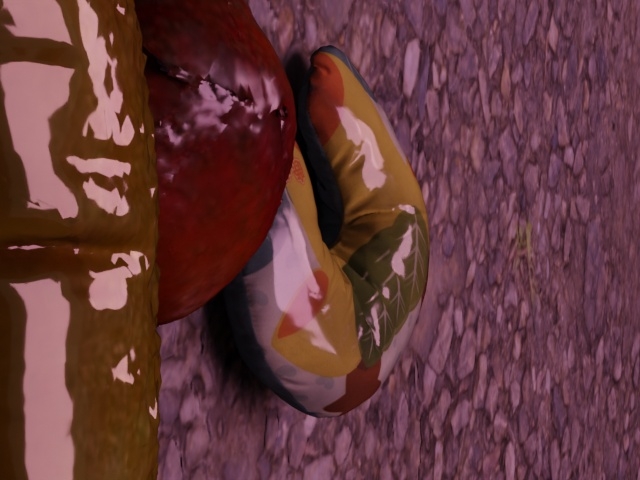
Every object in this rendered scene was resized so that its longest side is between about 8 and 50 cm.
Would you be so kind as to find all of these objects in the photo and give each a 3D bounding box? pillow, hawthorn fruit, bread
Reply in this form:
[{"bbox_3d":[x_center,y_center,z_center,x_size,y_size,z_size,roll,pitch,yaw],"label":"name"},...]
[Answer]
[{"bbox_3d":[0.000,0.000,1.273,0.233,0.086,0.214,-46,124,-54],"label":"pillow"},{"bbox_3d":[-0.104,-0.032,0.921,0.181,0.181,0.235,-61,159,-46],"label":"hawthorn fruit"},{"bbox_3d":[-0.159,0.031,0.673,0.251,0.208,0.376,-159,-115,-71],"label":"bread"}]
